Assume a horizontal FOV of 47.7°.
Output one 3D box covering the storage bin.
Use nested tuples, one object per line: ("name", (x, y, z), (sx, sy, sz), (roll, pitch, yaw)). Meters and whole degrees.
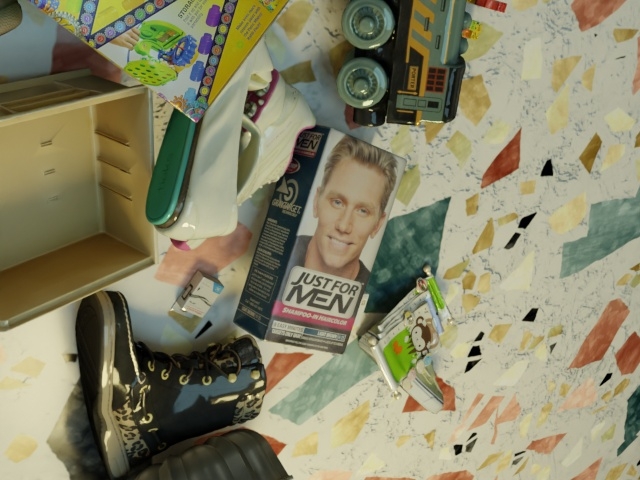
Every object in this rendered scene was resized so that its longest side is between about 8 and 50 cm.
("storage bin", (-0.347, -0.060, 0.913), (0.260, 0.123, 0.262), (-29, 133, -46))

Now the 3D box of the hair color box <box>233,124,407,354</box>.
("hair color box", (0.000, 0.000, 1.190), (0.173, 0.105, 0.347), (16, 92, -37))

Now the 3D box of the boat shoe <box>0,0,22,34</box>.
("boat shoe", (-0.482, -0.229, 0.709), (0.355, 0.132, 0.130), (-8, 116, -1))

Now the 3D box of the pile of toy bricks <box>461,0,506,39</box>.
("pile of toy bricks", (0.211, -0.360, 1.173), (0.212, 0.105, 0.118), (0, 116, -33))

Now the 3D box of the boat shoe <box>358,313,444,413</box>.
("boat shoe", (0.194, 0.268, 1.528), (0.094, 0.109, 0.302), (-47, 129, -6))

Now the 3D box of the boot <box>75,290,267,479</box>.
("boot", (-0.237, 0.211, 1.186), (0.284, 0.138, 0.378), (-13, 126, -26))

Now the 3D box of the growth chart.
("growth chart", (0.187, 0.188, 1.458), (0.237, 0.021, 0.172), (-46, 116, -29))

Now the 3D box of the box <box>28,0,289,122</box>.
("box", (-0.234, -0.314, 0.783), (0.279, 0.290, 0.177), (35, 95, -41))

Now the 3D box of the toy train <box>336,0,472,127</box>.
("toy train", (0.129, -0.326, 1.076), (0.190, 0.142, 0.334), (7, 116, 4))

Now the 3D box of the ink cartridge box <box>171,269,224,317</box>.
("ink cartridge box", (-0.206, 0.097, 1.213), (0.048, 0.028, 0.083), (30, 98, -41))

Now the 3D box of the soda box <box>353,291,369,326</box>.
("soda box", (-0.022, 0.116, 1.320), (0.216, 0.069, 0.074), (0, 115, -33))

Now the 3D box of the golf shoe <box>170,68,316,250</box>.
("golf shoe", (-0.115, -0.105, 1.104), (0.140, 0.115, 0.306), (26, 101, -44))

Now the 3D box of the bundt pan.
("bundt pan", (-0.220, 0.428, 1.259), (0.330, 0.124, 0.331), (-23, 165, -6))

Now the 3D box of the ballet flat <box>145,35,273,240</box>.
("ballet flat", (-0.133, -0.191, 0.973), (0.139, 0.139, 0.400), (15, 82, -38))
